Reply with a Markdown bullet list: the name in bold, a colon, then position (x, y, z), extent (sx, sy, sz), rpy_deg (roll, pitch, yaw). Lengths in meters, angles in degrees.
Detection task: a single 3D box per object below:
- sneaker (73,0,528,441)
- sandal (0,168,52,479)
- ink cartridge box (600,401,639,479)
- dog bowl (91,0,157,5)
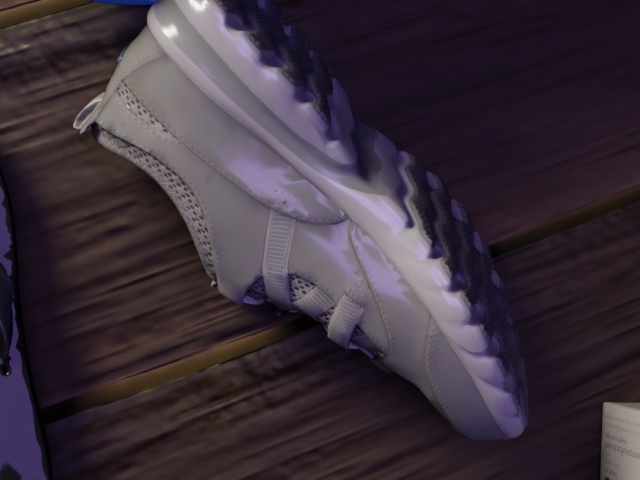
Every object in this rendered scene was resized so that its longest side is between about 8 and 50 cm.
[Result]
- **sneaker**: position (0.000, 0.000, 0.471), extent (0.115, 0.105, 0.281), rpy_deg (-37, 101, 23)
- **sandal**: position (-0.183, 0.027, 0.434), extent (0.097, 0.054, 0.254), rpy_deg (-19, 92, -12)
- **ink cartridge box**: position (0.195, 0.181, 0.483), extent (0.060, 0.104, 0.180), rpy_deg (4, 86, -12)
- **dog bowl**: position (-0.005, -0.193, 0.434), extent (0.297, 0.166, 0.074), rpy_deg (-11, 78, -12)
